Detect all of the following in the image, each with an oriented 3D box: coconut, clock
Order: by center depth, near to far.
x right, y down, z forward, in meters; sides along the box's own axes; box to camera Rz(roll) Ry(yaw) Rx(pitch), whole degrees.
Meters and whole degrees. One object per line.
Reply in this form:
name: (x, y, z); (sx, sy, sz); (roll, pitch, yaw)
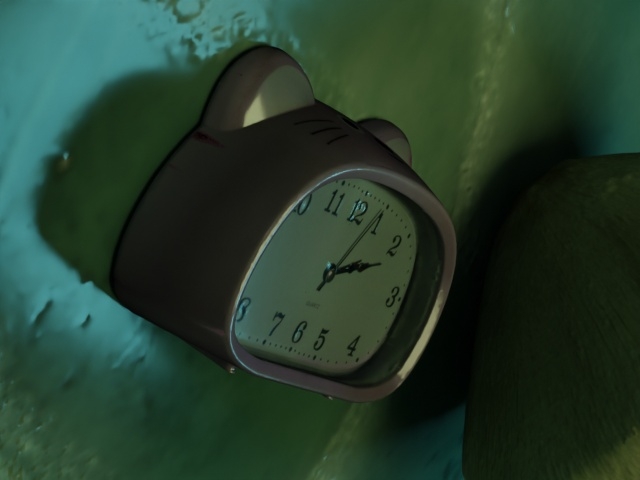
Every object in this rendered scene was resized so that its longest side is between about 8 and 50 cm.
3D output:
clock: (0.000, 0.000, 0.535); (0.153, 0.050, 0.110); (24, 92, -58)
coconut: (0.187, 0.072, 0.686); (0.237, 0.266, 0.237); (-45, -179, 1)
